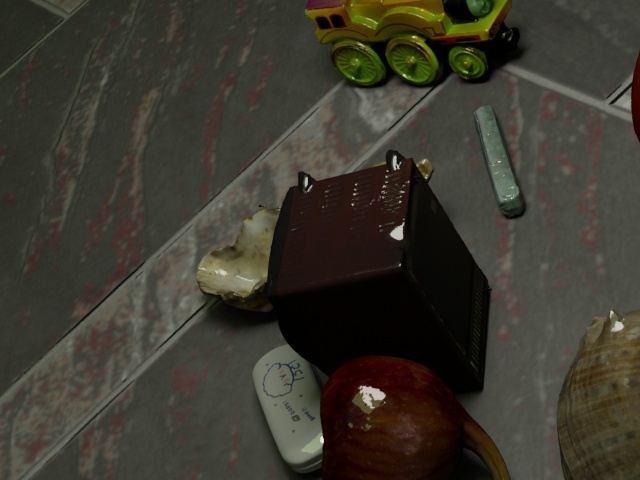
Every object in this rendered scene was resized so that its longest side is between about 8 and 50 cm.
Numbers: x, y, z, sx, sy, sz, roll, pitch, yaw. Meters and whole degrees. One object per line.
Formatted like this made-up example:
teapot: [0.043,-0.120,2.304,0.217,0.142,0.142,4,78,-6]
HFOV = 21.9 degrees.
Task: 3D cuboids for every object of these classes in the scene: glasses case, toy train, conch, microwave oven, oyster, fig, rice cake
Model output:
glasses case: [-0.028,0.195,1.945,0.076,0.049,0.197,-30,39,5]
toy train: [0.126,-0.298,2.274,0.296,0.160,0.100,0,43,35]
conch: [0.340,0.157,1.622,0.297,0.210,0.352,-3,44,53]
microwave oven: [0.065,0.052,1.880,0.188,0.247,0.178,-12,46,27]
oyster: [0.002,0.002,2.086,0.341,0.110,0.166,-32,33,7]
fig: [0.101,0.207,1.772,0.207,0.175,0.175,-6,44,10]
rice cake: [0.224,-0.104,2.099,0.033,0.033,0.207,-16,39,5]

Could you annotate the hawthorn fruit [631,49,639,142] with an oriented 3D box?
hawthorn fruit: [0.485,-0.194,1.813,0.311,0.295,0.295,-26,38,-6]
